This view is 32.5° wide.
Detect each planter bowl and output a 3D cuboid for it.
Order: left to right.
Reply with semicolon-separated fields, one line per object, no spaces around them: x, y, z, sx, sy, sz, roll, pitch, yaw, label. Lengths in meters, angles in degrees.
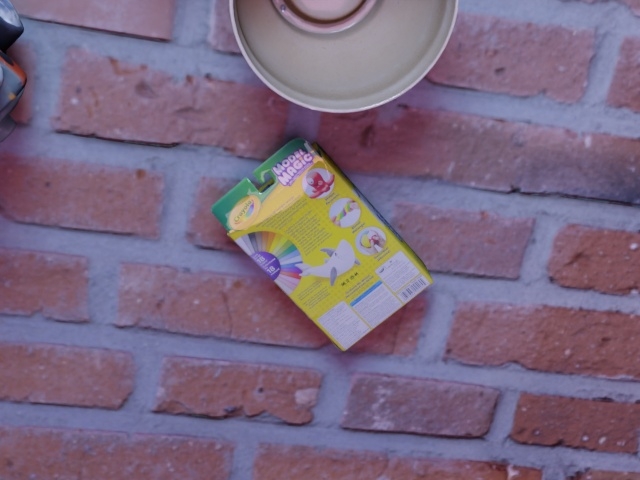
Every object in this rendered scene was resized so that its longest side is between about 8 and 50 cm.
0.010;-0.186;0.812;0.162;0.109;0.162;-3;113;-7;planter bowl

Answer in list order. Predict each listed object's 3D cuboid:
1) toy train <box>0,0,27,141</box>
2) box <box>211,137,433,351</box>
-0.341;-0.046;0.776;0.334;0.190;0.142;-41;113;10;toy train
0.000;0.000;0.930;0.105;0.043;0.179;-38;116;9;box
